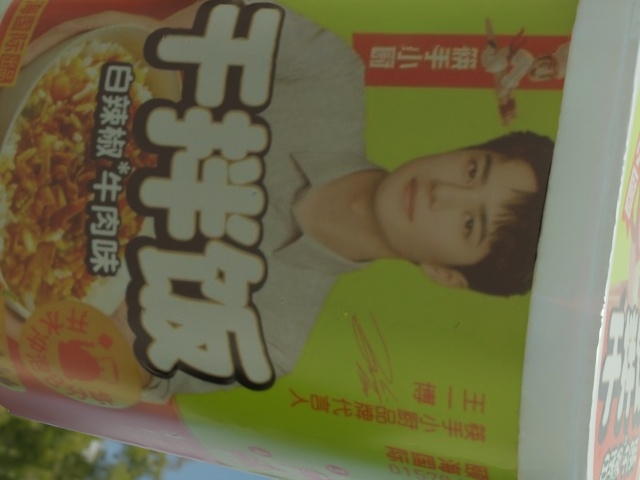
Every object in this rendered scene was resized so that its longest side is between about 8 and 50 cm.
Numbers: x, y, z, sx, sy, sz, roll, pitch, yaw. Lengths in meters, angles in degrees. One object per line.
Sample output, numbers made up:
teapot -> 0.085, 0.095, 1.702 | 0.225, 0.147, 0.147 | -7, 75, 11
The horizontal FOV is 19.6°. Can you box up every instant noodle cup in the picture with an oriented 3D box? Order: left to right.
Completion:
instant noodle cup -> 0.000, 0.000, 0.870 | 0.308, 0.294, 0.294 | 6, -108, 16
